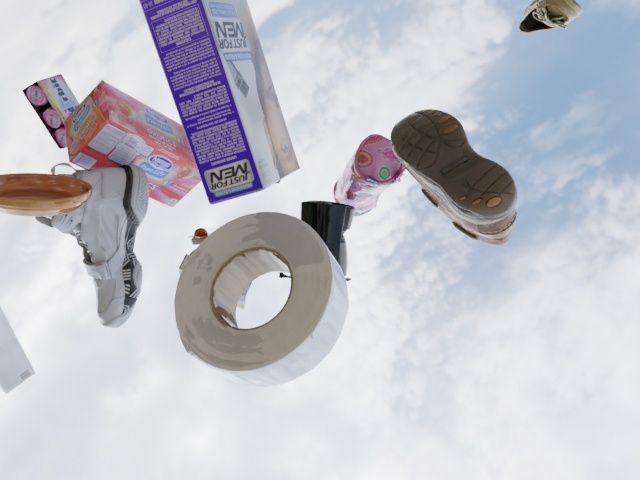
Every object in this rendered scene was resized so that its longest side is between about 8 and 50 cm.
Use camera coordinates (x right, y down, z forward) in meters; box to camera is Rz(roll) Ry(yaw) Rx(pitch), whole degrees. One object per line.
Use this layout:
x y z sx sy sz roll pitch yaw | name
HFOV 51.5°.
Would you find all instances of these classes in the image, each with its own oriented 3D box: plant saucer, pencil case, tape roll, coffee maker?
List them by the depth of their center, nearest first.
-0.100 0.098 1.119 0.286 0.100 0.286 -8 -119 16 | tape roll
-0.517 -0.082 1.200 0.199 0.037 0.200 6 -162 -2 | plant saucer
0.000 0.000 1.496 0.120 0.171 0.179 4 -90 30 | coffee maker
0.109 -0.142 1.536 0.124 0.124 0.284 -47 179 -16 | pencil case

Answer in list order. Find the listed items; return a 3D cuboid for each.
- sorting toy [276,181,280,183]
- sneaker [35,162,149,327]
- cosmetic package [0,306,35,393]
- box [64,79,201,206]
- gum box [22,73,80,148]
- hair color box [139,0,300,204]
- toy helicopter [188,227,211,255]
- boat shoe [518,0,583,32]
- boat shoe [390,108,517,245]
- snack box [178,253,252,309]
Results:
-0.144 -0.218 1.717 0.132 0.046 0.275 -18 -134 9 | sorting toy
-0.500 0.008 1.435 0.137 0.210 0.366 11 -85 50 | sneaker
-0.513 0.139 1.011 0.099 0.239 0.060 40 -121 20 | cosmetic package
-0.425 -0.220 1.560 0.154 0.299 0.142 -38 -128 23 | box
-0.710 -0.349 1.818 0.062 0.189 0.107 -22 -164 24 | gum box
-0.152 -0.246 1.057 0.110 0.339 0.185 -12 -168 19 | hair color box
-0.287 0.037 1.917 0.355 0.140 0.235 -39 -106 39 | toy helicopter
0.609 -0.599 1.771 0.089 0.104 0.285 -48 -173 10 | boat shoe
0.210 -0.103 1.083 0.123 0.116 0.324 -26 -138 1 | boat shoe
-0.208 0.083 1.319 0.141 0.100 0.037 22 -113 1 | snack box
